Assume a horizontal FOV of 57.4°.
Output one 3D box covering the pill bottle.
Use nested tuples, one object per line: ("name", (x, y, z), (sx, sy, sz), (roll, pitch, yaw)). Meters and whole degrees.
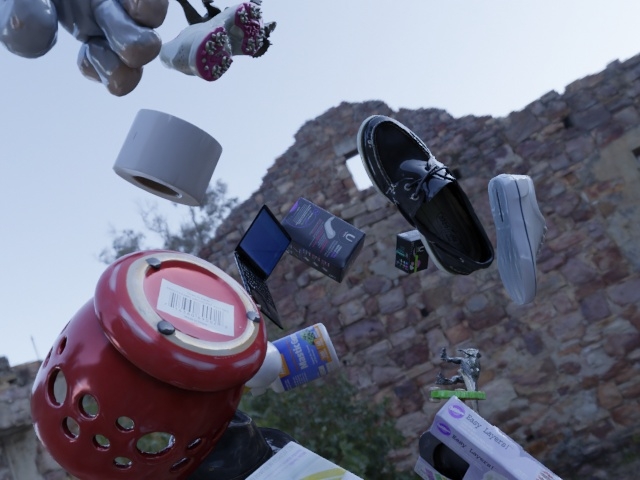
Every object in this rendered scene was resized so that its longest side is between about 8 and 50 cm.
("pill bottle", (-0.093, 0.366, 1.763), (0.272, 0.152, 0.152), (-22, -14, -7))

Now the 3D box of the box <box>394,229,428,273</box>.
("box", (0.213, 0.027, 1.358), (0.062, 0.083, 0.052), (-13, 26, -31))

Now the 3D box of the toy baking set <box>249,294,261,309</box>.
("toy baking set", (-0.235, 0.115, 1.137), (0.256, 0.030, 0.197), (2, 3, -32))

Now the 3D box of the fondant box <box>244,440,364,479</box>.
("fondant box", (-0.008, 0.449, 0.839), (0.330, 0.096, 0.238), (11, 31, 45))

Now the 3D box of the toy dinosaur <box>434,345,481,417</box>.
("toy dinosaur", (0.363, 0.342, 1.515), (0.268, 0.118, 0.064), (-66, -7, -59))

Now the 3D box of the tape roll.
("tape roll", (-0.401, -0.214, 1.549), (0.246, 0.169, 0.246), (20, -12, 4))

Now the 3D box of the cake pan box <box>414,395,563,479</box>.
("cake pan box", (0.320, 0.465, 1.163), (0.070, 0.267, 0.245), (-32, -34, -35))

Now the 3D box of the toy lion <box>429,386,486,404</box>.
("toy lion", (0.292, 0.327, 1.232), (0.100, 0.034, 0.096), (8, -19, -16))

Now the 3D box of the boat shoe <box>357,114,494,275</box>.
("boat shoe", (0.192, -0.076, 1.016), (0.127, 0.340, 0.113), (-35, 14, -16))

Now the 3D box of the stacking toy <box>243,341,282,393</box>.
("stacking toy", (-0.253, 0.308, 1.532), (0.351, 0.350, 0.480), (-13, 7, -40))

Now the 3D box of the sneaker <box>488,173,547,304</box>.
("sneaker", (0.400, -0.006, 1.142), (0.091, 0.258, 0.094), (-9, 2, -14))

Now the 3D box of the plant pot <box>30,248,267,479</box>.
("plant pot", (-0.157, 0.115, 0.572), (0.191, 0.191, 0.174), (-4, -46, -56))

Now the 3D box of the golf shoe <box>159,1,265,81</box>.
("golf shoe", (-0.224, -0.433, 1.242), (0.140, 0.115, 0.306), (8, 36, 21))

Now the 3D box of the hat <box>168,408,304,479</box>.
("hat", (-0.194, 0.404, 1.150), (0.331, 0.134, 0.331), (-10, 11, 2))

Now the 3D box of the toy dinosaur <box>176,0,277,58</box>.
("toy dinosaur", (-0.229, -0.516, 1.426), (0.314, 0.121, 0.160), (-6, -23, -27))

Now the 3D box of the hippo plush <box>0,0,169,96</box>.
("hippo plush", (-0.413, -0.405, 0.982), (0.234, 0.294, 0.236), (6, 4, 42))

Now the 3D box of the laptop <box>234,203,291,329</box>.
("laptop", (-0.133, 0.080, 1.646), (0.137, 0.264, 0.234), (-27, -31, 5))

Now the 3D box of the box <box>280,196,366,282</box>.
("box", (0.000, 0.000, 2.045), (0.165, 0.270, 0.143), (-55, -12, -21))
